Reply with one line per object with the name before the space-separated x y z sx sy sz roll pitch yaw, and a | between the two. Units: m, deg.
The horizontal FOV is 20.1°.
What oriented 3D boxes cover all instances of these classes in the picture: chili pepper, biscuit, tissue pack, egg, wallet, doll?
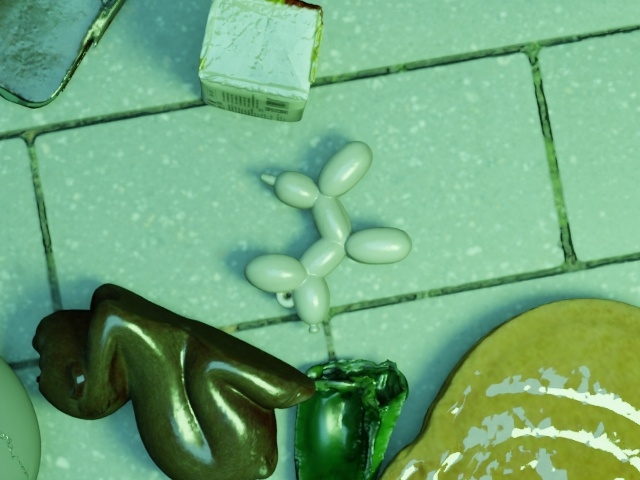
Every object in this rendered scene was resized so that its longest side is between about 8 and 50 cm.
chili pepper | 0.015 0.210 1.716 0.108 0.062 0.216 18 90 35
biscuit | 0.221 0.272 1.689 0.350 0.078 0.455 21 78 0
tissue pack | -0.056 -0.173 1.688 0.106 0.148 0.099 12 86 -3
egg | -0.335 0.172 1.656 0.146 0.146 0.198 -28 81 -4
wallet | -0.253 -0.254 1.743 0.137 0.031 0.255 32 86 -1
doll | 0.000 0.000 1.726 0.160 0.059 0.161 -22 89 -4

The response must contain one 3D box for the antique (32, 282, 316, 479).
antique | -0.149 0.139 1.686 0.257 0.121 0.143 26 98 -8
